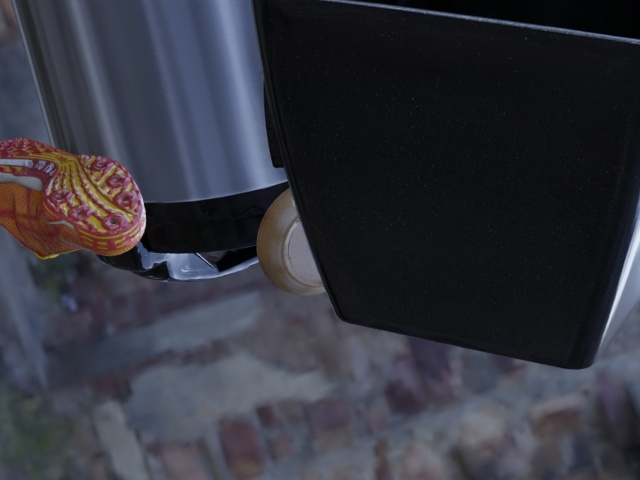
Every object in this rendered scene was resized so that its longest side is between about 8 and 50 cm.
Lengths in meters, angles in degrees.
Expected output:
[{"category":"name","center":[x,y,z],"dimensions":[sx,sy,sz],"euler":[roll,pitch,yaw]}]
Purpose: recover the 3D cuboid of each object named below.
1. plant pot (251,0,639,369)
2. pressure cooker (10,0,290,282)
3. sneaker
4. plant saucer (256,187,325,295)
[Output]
[{"category":"plant pot","center":[0.087,-0.048,0.837],"dimensions":[0.187,0.188,0.167],"euler":[-39,136,-58]},{"category":"pressure cooker","center":[-0.093,-0.177,1.737],"dimensions":[0.375,0.369,0.420],"euler":[-97,176,-66]},{"category":"sneaker","center":[-0.157,-0.017,1.117],"dimensions":[0.175,0.064,0.067],"euler":[23,-47,52]},{"category":"plant saucer","center":[0.000,0.000,1.161],"dimensions":[0.015,0.083,0.083],"euler":[42,-25,57]}]
